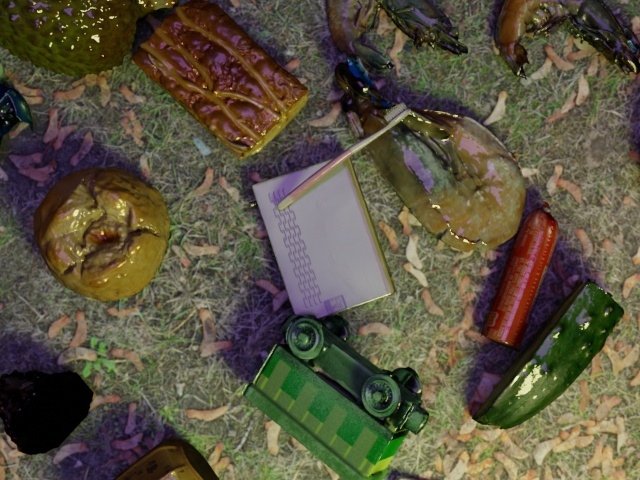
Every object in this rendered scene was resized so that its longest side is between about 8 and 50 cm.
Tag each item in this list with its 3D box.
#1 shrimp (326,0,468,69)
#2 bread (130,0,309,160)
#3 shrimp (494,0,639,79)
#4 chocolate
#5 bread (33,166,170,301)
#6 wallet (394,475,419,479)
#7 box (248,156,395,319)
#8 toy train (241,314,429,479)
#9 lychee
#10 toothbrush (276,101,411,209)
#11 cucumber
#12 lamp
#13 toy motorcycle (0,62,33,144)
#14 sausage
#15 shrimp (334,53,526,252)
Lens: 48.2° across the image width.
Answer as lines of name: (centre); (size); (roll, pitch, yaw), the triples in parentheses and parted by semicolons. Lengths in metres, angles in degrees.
shrimp: (0.126, -0.396, 1.326); (0.289, 0.075, 0.178); (41, 93, 2)
bread: (-0.177, -0.291, 1.287); (0.275, 0.114, 0.185); (43, 85, 5)
shrimp: (0.456, -0.373, 1.336); (0.290, 0.054, 0.222); (40, 84, 6)
chocolate: (-0.500, 0.271, 1.230); (0.133, 0.156, 0.156); (24, 84, 29)
bread: (-0.384, -0.018, 1.244); (0.245, 0.134, 0.244); (0, 85, -4)
wallet: (0.205, 0.482, 1.260); (0.190, 0.033, 0.095); (16, 83, -1)
box: (0.000, 0.000, 1.295); (0.211, 0.045, 0.270); (-20, 86, -3)
toy train: (0.028, 0.253, 1.175); (0.301, 0.120, 0.202); (33, 97, 27)
lychee: (-0.420, -0.411, 1.217); (0.270, 0.320, 0.269); (-15, 68, 39)
toothbrush: (0.035, -0.144, 1.240); (0.286, 0.020, 0.025); (-37, 82, 11)
cucumber: (0.400, 0.216, 1.245); (0.105, 0.145, 0.325); (41, 89, 9)
lamp: (-0.270, 0.433, 1.195); (0.185, 0.161, 0.161); (-40, 87, -6)
toy motorcycle: (-0.635, -0.178, 1.263); (0.196, 0.125, 0.331); (22, 80, 2)
sausage: (0.366, 0.058, 1.283); (0.074, 0.074, 0.274); (21, 84, 1)
shrimp: (0.194, -0.168, 1.292); (0.446, 0.110, 0.221); (45, 79, -1)
